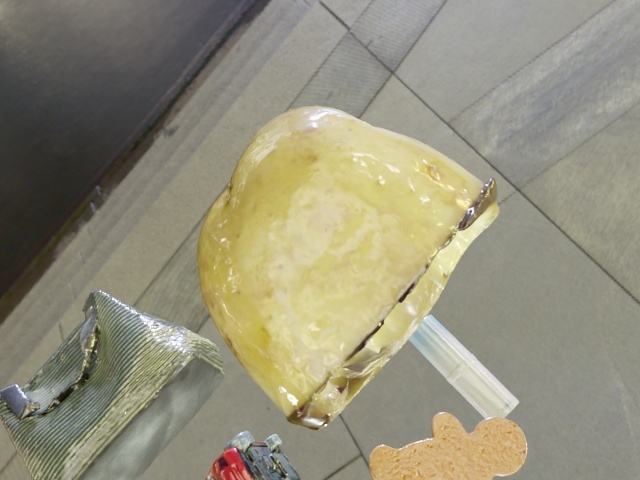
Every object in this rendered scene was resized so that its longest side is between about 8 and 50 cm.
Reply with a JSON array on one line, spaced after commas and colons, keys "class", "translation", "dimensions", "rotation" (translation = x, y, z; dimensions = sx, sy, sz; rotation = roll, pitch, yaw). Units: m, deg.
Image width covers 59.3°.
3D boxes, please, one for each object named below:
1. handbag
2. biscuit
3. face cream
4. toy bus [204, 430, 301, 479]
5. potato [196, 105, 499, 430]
[{"class": "handbag", "translation": [-0.353, 0.258, 0.949], "dimensions": [0.240, 0.247, 0.341], "rotation": [34, 76, 22]}, {"class": "biscuit", "translation": [0.213, 0.362, 0.898], "dimensions": [0.250, 0.036, 0.165], "rotation": [-23, 62, -9]}, {"class": "face cream", "translation": [0.298, 0.271, 1.192], "dimensions": [0.077, 0.077, 0.250], "rotation": [-43, 70, -2]}, {"class": "toy bus", "translation": [-0.073, 0.267, 0.605], "dimensions": [0.089, 0.195, 0.081], "rotation": [-38, 69, -6]}, {"class": "potato", "translation": [0.000, 0.000, 0.529], "dimensions": [0.285, 0.242, 0.242], "rotation": [-51, 53, 13]}]
